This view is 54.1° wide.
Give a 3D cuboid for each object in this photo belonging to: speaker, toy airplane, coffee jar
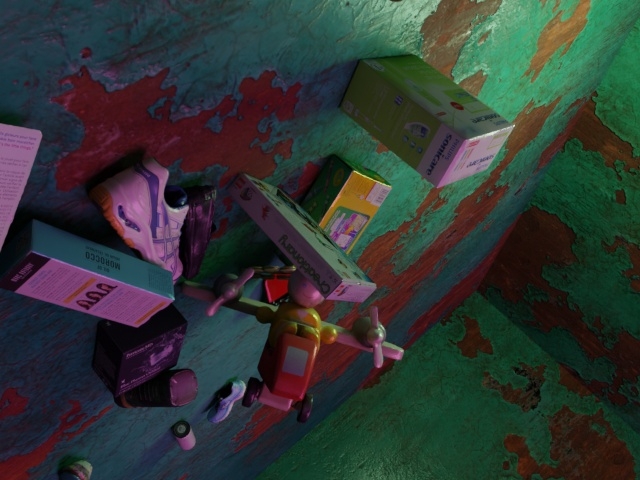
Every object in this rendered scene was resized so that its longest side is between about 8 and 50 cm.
[{"bbox_3d":[-0.417,0.599,1.920,0.055,0.055,0.136,-36,155,-23],"label":"speaker"},{"bbox_3d":[-0.051,0.169,1.356,0.386,0.384,0.272,-4,122,-47],"label":"toy airplane"},{"bbox_3d":[-0.373,0.332,1.404,0.184,0.079,0.096,-10,177,28],"label":"coffee jar"}]

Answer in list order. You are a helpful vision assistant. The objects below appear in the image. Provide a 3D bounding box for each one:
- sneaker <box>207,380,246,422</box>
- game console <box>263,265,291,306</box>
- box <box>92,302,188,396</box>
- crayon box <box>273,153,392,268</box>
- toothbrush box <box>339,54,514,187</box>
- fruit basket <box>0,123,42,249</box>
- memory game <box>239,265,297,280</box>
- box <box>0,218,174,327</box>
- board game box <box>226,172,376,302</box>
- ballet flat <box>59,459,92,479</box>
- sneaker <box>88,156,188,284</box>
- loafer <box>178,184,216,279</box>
[{"bbox_3d":[-0.308,0.498,1.958,0.162,0.063,0.073,-53,140,5],"label":"sneaker"},{"bbox_3d":[-0.106,0.118,1.705,0.144,0.085,0.124,-31,-176,-32],"label":"game console"},{"bbox_3d":[-0.374,0.218,1.298,0.156,0.093,0.158,-24,148,-42],"label":"box"},{"bbox_3d":[0.030,-0.052,1.495,0.165,0.081,0.278,15,114,-50],"label":"crayon box"},{"bbox_3d":[0.215,-0.254,1.283,0.206,0.283,0.122,-21,147,-45],"label":"toothbrush box"},{"bbox_3d":[-0.508,0.009,0.684,0.327,0.165,0.353,0,115,-61],"label":"fruit basket"},{"bbox_3d":[-0.101,0.079,1.484,0.186,0.186,0.012,29,60,-67],"label":"memory game"},{"bbox_3d":[-0.352,0.058,0.957,0.100,0.060,0.244,-35,140,25],"label":"box"},{"bbox_3d":[-0.034,-0.003,1.241,0.053,0.305,0.193,-48,157,11],"label":"board game box"},{"bbox_3d":[-0.614,0.603,1.575,0.079,0.077,0.221,-49,172,-49],"label":"ballet flat"},{"bbox_3d":[-0.266,-0.022,1.056,0.131,0.112,0.296,-40,158,-15],"label":"sneaker"},{"bbox_3d":[-0.232,-0.011,1.177,0.078,0.076,0.223,-21,144,-32],"label":"loafer"}]
